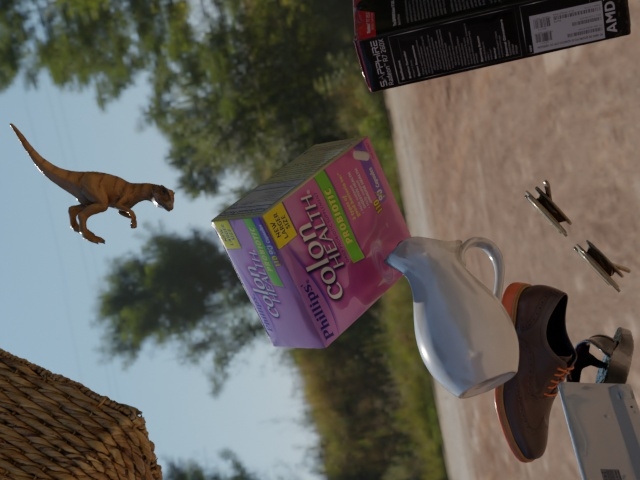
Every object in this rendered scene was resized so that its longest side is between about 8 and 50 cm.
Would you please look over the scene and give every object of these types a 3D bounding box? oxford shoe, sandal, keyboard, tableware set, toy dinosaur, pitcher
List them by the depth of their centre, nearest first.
[{"bbox_3d":[0.267,0.213,0.904,0.256,0.072,0.014,-89,-4,-56],"label":"keyboard"},{"bbox_3d":[-0.283,-0.061,1.256,0.064,0.211,0.112,-112,39,-82],"label":"toy dinosaur"},{"bbox_3d":[0.199,0.092,1.359,0.207,0.177,0.125,67,150,21],"label":"pitcher"},{"bbox_3d":[0.376,-0.011,1.497,0.194,0.039,0.128,47,-172,4],"label":"tableware set"},{"bbox_3d":[0.322,0.200,1.516,0.097,0.098,0.271,-10,-81,-47],"label":"oxford shoe"},{"bbox_3d":[0.554,0.255,2.055,0.446,0.107,0.168,-7,-64,-74],"label":"sandal"}]

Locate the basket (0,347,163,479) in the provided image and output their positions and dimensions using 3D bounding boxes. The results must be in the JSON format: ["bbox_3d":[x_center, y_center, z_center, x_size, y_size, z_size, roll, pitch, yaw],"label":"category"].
[{"bbox_3d":[-0.369,0.293,1.234,0.223,0.299,0.214,-51,-31,-39],"label":"basket"}]

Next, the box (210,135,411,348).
[{"bbox_3d":[0.000,0.000,1.486,0.243,0.117,0.214,-39,-67,-37],"label":"box"}]

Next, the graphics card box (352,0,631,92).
[{"bbox_3d":[0.234,-0.337,1.475,0.233,0.370,0.094,-89,-17,-56],"label":"graphics card box"}]
